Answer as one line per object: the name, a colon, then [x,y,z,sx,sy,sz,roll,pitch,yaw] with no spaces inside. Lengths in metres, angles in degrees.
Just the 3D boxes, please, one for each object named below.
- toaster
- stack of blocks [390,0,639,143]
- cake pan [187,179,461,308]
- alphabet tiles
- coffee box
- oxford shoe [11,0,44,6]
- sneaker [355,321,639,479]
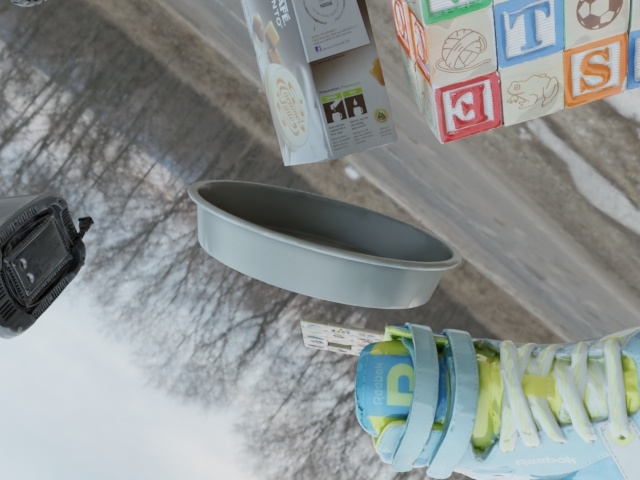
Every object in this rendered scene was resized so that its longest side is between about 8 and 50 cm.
toaster: [-0.402,0.021,0.944,0.146,0.227,0.129,0,124,18]
stack of blocks: [0.193,-0.191,0.475,0.087,0.297,0.171,-106,-1,-52]
cake pan: [0.000,0.000,0.802,0.293,0.054,0.293,14,-168,-3]
alphabet tiles: [0.089,0.165,1.192,0.237,0.009,0.198,9,162,4]
coffee box: [-0.008,-0.222,0.903,0.141,0.098,0.247,6,113,63]
oxford shoe: [-0.245,-0.327,0.694,0.096,0.227,0.083,34,-164,20]
sneaker: [0.145,0.111,0.522,0.208,0.127,0.319,18,151,-22]
